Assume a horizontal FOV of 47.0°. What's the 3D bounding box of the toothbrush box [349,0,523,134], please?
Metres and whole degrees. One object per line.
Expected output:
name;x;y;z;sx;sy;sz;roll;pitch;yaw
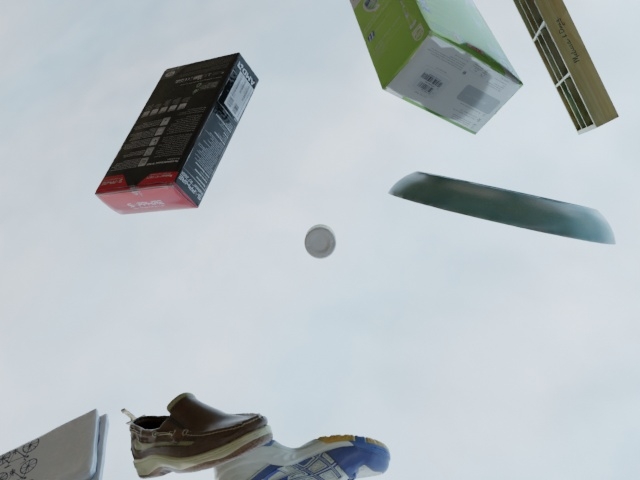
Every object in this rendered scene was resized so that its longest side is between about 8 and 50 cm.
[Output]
toothbrush box;0.182;-0.337;1.219;0.122;0.206;0.283;-47;-140;34

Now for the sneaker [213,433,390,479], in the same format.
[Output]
sneaker;-0.021;0.388;1.168;0.296;0.112;0.131;0;-127;-19

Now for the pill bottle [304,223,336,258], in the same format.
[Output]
pill bottle;0.000;0.000;1.497;0.065;0.065;0.116;-37;-176;3

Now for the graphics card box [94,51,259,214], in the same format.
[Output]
graphics card box;-0.300;-0.227;1.566;0.232;0.094;0.371;-4;-126;34

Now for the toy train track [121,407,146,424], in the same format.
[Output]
toy train track;-0.416;0.394;1.626;0.048;0.083;0.014;-25;-131;2

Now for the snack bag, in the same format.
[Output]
snack bag;-0.498;0.440;1.177;0.323;0.037;0.342;-24;-154;-2

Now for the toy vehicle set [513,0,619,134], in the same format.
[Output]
toy vehicle set;0.373;-0.295;1.142;0.035;0.166;0.267;-26;-92;11

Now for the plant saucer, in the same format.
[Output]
plant saucer;0.254;-0.052;1.031;0.317;0.317;0.044;19;-80;43

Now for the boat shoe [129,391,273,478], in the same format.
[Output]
boat shoe;-0.173;0.248;0.964;0.257;0.095;0.095;-23;-97;36
